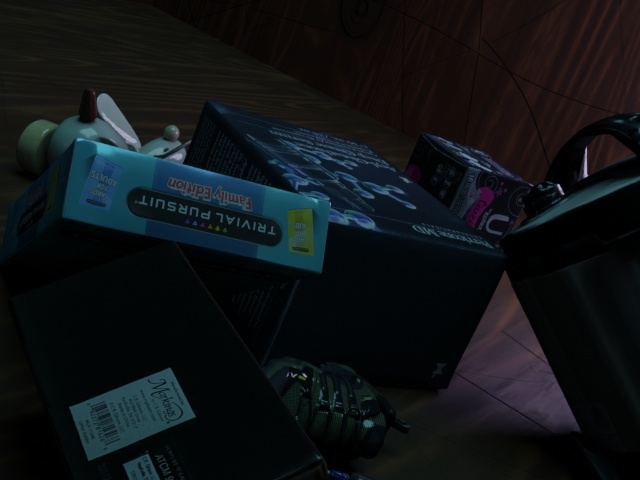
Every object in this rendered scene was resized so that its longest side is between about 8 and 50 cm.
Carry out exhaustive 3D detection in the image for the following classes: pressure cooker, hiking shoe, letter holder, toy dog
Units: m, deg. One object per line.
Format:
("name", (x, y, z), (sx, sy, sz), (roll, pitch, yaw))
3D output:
("pressure cooker", (0.436, 0.041, 1.153), (0.375, 0.369, 0.421), (-21, 84, -52))
("hiking shoe", (0.010, 0.174, 0.916), (0.114, 0.086, 0.227), (23, 11, 30))
("letter holder", (-0.118, 0.179, 0.724), (0.152, 0.214, 0.302), (-21, 37, -18))
("toy dog", (-0.316, -0.163, 1.406), (0.220, 0.161, 0.334), (22, 18, -2))

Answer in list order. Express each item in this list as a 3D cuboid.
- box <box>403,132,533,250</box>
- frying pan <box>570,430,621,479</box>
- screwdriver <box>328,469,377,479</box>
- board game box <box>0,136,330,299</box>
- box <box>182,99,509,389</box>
("box", (0.210, -0.025, 1.492), (0.142, 0.247, 0.163), (11, 21, -29))
("frying pan", (0.332, 0.322, 0.963), (0.197, 0.053, 0.326), (7, 22, -42))
("screwdriver", (-0.005, 0.227, 0.893), (0.169, 0.024, 0.025), (17, 46, 5))
("board game box", (-0.182, -0.004, 0.967), (0.253, 0.079, 0.336), (13, -14, -26))
("box", (0.000, 0.000, 1.234), (0.293, 0.212, 0.395), (11, 22, -34))
